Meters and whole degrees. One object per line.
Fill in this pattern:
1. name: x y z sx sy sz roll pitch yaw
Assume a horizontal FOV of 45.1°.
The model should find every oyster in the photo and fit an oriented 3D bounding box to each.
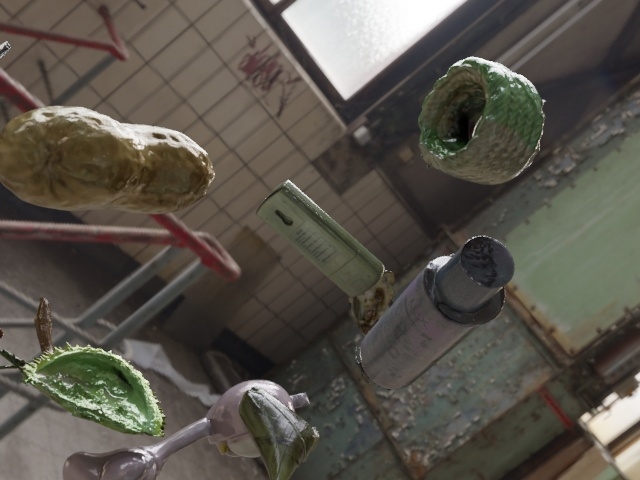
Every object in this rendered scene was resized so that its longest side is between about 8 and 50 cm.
1. oyster: 0.099 0.123 1.603 0.103 0.148 0.051 17 -4 -4

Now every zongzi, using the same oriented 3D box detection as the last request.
1. zongzi: -0.064 0.220 0.857 0.104 0.052 0.113 33 27 12

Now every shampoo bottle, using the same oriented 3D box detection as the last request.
1. shampoo bottle: 0.096 0.065 0.658 0.072 0.072 0.214 52 -30 14

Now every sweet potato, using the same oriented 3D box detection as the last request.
1. sweet potato: -0.389 0.132 1.090 0.026 0.026 0.115 44 22 -56

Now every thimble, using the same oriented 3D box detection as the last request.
1. thimble: 0.283 -0.203 1.367 0.150 0.219 0.219 16 25 -32

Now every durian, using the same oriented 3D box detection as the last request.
1. durian: -0.273 0.173 0.904 0.215 0.086 0.100 25 -2 -1

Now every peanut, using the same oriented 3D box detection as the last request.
1. peanut: -0.357 -0.134 1.321 0.387 0.192 0.170 3 80 -40

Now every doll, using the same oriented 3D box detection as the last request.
1. doll: -0.173 0.259 0.951 0.094 0.365 0.160 66 -26 14

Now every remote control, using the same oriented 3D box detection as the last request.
1. remote control: 0.000 0.000 1.296 0.233 0.098 0.038 41 47 -9

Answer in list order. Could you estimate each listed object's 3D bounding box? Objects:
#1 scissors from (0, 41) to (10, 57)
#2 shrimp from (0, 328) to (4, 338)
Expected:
1. scissors: -0.481 -0.257 1.103 0.119 0.058 0.014 -68 163 -50
2. shrimp: -0.558 0.191 1.228 0.034 0.124 0.178 22 -43 50
